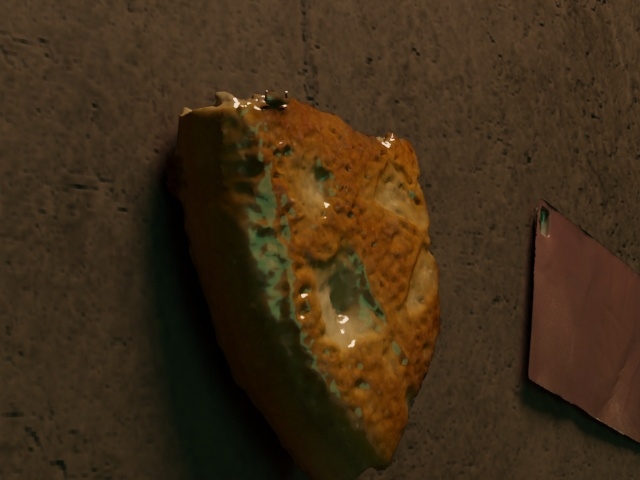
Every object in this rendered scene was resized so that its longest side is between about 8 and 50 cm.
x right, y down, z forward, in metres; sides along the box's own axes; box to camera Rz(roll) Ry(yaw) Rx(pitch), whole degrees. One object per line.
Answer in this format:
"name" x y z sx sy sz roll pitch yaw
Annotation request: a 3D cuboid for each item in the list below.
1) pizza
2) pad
"pizza" 0.000 0.000 0.765 0.161 0.062 0.182 -48 116 -39
"pad" 0.174 0.058 1.028 0.188 0.006 0.113 30 59 -49
